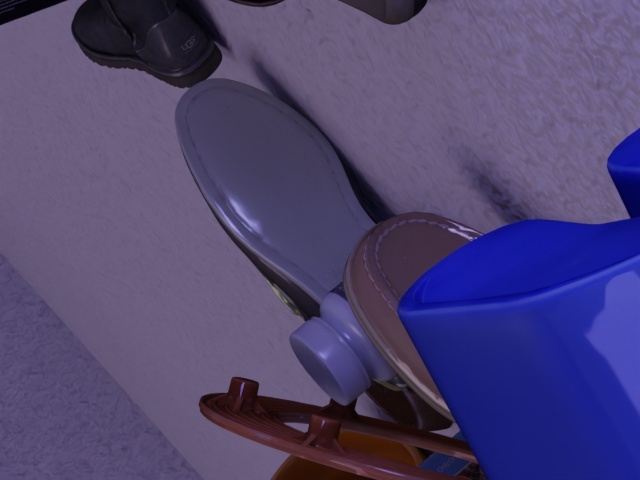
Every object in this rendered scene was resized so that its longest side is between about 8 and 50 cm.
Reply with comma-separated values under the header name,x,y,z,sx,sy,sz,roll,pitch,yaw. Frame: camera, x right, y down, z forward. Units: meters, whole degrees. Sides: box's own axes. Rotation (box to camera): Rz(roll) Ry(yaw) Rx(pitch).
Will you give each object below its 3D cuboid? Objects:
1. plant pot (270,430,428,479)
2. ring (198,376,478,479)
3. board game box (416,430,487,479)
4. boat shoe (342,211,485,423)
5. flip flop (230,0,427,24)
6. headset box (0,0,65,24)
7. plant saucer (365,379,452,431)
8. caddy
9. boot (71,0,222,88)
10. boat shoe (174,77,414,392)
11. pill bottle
name,x,y,z,sx,sy,sz,roll,pitch,yaw
plant pot,0.066,0.314,1.883,0.188,0.205,0.205,42,175,-42
ring,0.076,0.149,1.371,0.336,0.032,0.336,14,-179,0
board game box,0.149,0.333,1.550,0.291,0.232,0.141,45,164,21
boat shoe,0.158,0.076,1.144,0.341,0.121,0.110,35,156,20
flip flop,-0.037,-0.184,1.151,0.277,0.080,0.112,34,158,49
headset box,-0.292,-0.330,1.352,0.246,0.131,0.283,40,144,39
plant saucer,0.055,0.114,1.715,0.168,0.029,0.168,48,166,16
caddy,0.182,0.042,0.722,0.179,0.241,0.341,59,166,-5
boot,-0.175,-0.227,1.488,0.189,0.076,0.208,18,153,43
boat shoe,-0.003,0.003,1.454,0.305,0.109,0.091,46,160,7
pill bottle,0.049,0.052,1.351,0.078,0.137,0.078,47,166,16
